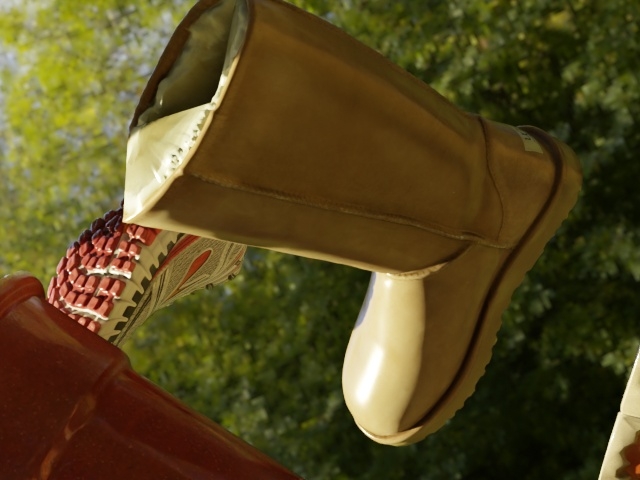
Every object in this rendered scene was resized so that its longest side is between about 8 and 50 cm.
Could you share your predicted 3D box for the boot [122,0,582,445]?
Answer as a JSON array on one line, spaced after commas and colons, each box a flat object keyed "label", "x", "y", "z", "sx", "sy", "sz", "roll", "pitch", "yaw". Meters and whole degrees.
[{"label": "boot", "x": 0.000, "y": 0.000, "z": 0.750, "sx": 0.269, "sy": 0.089, "sz": 0.236, "roll": 14, "pitch": -72, "yaw": -42}]

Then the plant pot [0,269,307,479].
[{"label": "plant pot", "x": -0.093, "y": 0.196, "z": 0.656, "sx": 0.272, "sy": 0.265, "sz": 0.272, "roll": -62, "pitch": -1, "yaw": -1}]

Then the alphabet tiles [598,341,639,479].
[{"label": "alphabet tiles", "x": 0.318, "y": 0.135, "z": 0.789, "sx": 0.285, "sy": 0.342, "sz": 0.011, "roll": 13, "pitch": 26, "yaw": 8}]

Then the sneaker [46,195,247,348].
[{"label": "sneaker", "x": -0.097, "y": 0.014, "z": 0.873, "sx": 0.093, "sy": 0.088, "sz": 0.225, "roll": 37, "pitch": -85, "yaw": -36}]
